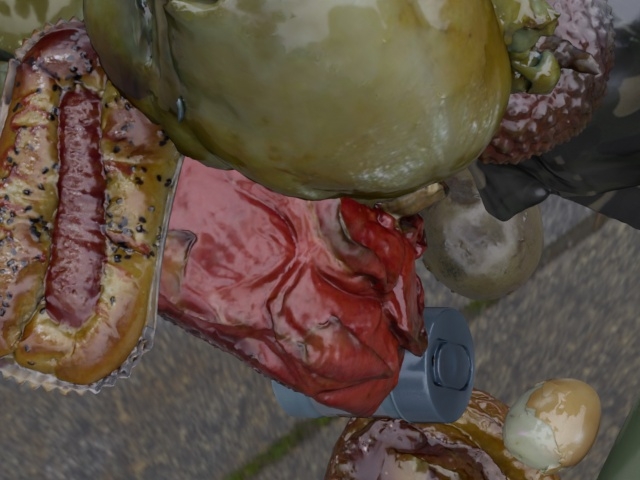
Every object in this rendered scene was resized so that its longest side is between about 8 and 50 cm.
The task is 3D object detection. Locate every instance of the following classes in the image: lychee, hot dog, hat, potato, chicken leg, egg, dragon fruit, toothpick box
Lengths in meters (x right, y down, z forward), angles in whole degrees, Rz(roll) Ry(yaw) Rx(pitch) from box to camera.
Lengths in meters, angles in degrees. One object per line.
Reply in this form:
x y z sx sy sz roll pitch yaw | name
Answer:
0.123 -0.133 1.100 0.165 0.197 0.165 -1 94 -23 | lychee
0.156 0.306 1.759 0.266 0.387 0.174 -11 50 17 | hot dog
0.341 -0.126 1.392 0.381 0.257 0.366 28 99 13 | hat
0.175 -0.031 1.812 0.165 0.165 0.262 3 40 3 | potato
-0.124 -0.019 0.805 0.108 0.059 0.191 11 85 6 | hot dog
-0.039 -0.182 0.669 0.201 0.429 0.153 -7 40 24 | chicken leg
0.189 0.147 1.297 0.071 0.071 0.083 36 73 13 | egg
0.000 0.000 1.139 0.205 0.317 0.152 -59 37 3 | dragon fruit
0.046 0.109 1.403 0.153 0.101 0.101 -2 69 31 | toothpick box

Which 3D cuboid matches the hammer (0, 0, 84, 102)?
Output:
-0.257 -0.092 1.186 0.113 0.202 0.306 14 91 -23 | hammer

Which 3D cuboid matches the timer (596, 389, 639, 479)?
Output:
0.190 0.177 0.580 0.290 0.315 0.291 11 51 -14 | timer
